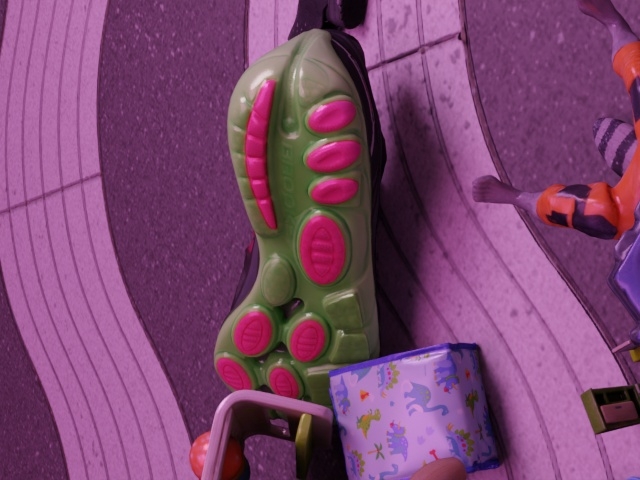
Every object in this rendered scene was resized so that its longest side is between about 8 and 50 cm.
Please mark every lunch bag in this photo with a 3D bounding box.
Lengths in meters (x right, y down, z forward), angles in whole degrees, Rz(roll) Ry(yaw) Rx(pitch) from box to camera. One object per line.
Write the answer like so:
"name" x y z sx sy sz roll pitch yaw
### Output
"lunch bag" 0.086 0.175 1.470 0.151 0.096 0.129 -15 79 24

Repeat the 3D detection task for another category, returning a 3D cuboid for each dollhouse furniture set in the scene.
"dollhouse furniture set" 0.285 0.110 1.239 0.151 0.058 0.076 -41 61 49

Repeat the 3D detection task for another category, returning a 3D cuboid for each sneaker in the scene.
"sneaker" 0.009 -0.287 1.605 0.089 0.051 0.170 24 116 47
"sneaker" 0.000 0.000 1.571 0.185 0.202 0.483 15 126 11

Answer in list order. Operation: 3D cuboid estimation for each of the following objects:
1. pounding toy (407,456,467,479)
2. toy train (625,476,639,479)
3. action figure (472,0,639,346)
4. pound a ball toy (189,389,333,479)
"pounding toy" 0.106 0.340 1.335 0.270 0.154 0.155 70 156 7
"toy train" 0.275 0.275 1.256 0.184 0.080 0.105 33 126 49
"action figure" 0.313 -0.077 1.152 0.330 0.178 0.341 39 94 40
"pound a ball toy" -0.072 0.271 1.524 0.319 0.135 0.208 87 -165 -76
